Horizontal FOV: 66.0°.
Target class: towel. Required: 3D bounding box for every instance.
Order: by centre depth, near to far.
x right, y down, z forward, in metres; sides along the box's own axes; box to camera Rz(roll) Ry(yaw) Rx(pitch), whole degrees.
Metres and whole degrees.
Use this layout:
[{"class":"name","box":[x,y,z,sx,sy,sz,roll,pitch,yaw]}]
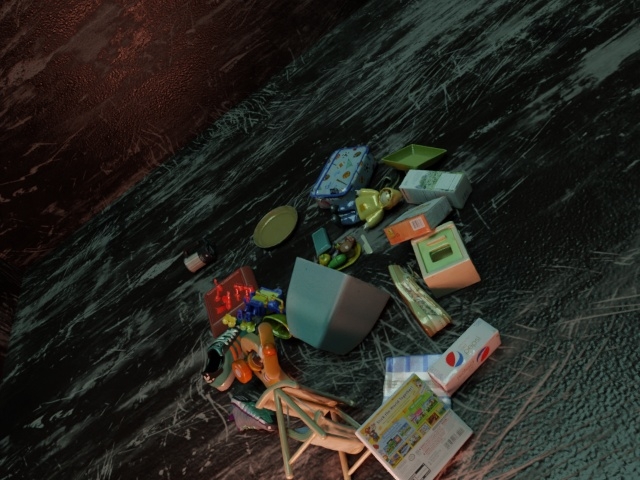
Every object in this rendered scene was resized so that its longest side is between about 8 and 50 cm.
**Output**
[{"class":"towel","box":[0.264,0.452,1.385,0.209,0.034,0.284,-11,48,30]}]

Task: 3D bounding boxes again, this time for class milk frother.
[{"class":"milk frother","box":[-0.576,0.063,2.375,0.135,0.129,0.143,-31,-3,10]}]

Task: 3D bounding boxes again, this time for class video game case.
[{"class":"video game case","box":[0.239,0.489,1.256,0.227,0.026,0.206,-38,69,-21]}]

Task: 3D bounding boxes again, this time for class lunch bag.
[{"class":"lunch bag","box":[0.092,-0.268,2.127,0.243,0.115,0.303,5,56,44]}]

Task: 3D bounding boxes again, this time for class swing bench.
[{"class":"swing bench","box":[-0.003,0.507,1.350,0.165,0.253,0.254,-51,39,11]}]

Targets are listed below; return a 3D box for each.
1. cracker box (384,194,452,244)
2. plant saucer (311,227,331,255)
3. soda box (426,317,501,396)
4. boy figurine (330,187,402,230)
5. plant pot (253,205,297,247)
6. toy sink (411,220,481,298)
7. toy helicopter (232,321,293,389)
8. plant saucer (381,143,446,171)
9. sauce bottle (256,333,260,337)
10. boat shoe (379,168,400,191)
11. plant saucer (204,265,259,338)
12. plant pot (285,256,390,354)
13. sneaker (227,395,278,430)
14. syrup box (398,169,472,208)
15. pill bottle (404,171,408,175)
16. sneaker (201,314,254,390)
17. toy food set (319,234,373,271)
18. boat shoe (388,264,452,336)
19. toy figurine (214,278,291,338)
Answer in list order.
[{"class":"cracker box","box":[0.336,-0.072,1.676,0.156,0.067,0.232,-23,6,37]},{"class":"plant saucer","box":[0.000,0.000,1.981,0.067,0.018,0.192,-34,22,7]},{"class":"soda box","box":[0.396,0.318,1.352,0.216,0.073,0.069,-41,43,-11]},{"class":"boy figurine","box":[0.184,-0.126,1.926,0.285,0.092,0.177,-16,68,29]},{"class":"plant pot","box":[-0.197,-0.056,2.220,0.237,0.032,0.236,-22,42,22]},{"class":"toy sink","box":[0.392,0.039,1.588,0.153,0.131,0.234,-25,41,17]},{"class":"toy helicopter","box":[-0.142,0.426,1.607,0.140,0.234,0.355,-27,49,-35]},{"class":"plant saucer","box":[0.373,-0.321,1.962,0.188,0.045,0.188,-29,32,-29]},{"class":"sauce bottle","box":[-0.212,0.361,1.840,0.128,0.042,0.042,-27,41,8]},{"class":"boat shoe","box":[0.280,-0.242,1.999,0.056,0.049,0.152,-3,52,37]},{"class":"plant saucer","box":[-0.383,0.244,2.079,0.259,0.047,0.258,-36,40,4]},{"class":"plant pot","box":[0.032,0.230,1.626,0.248,0.247,0.252,17,84,46]},{"class":"sneaker","box":[-0.223,0.596,1.623,0.224,0.083,0.098,13,86,47]},{"class":"syrup box","box":[0.418,-0.190,1.806,0.237,0.096,0.093,11,59,44]},{"class":"pill bottle","box":[0.367,-0.258,1.951,0.043,0.043,0.083,-38,39,3]},{"class":"sneaker","box":[-0.346,0.399,1.847,0.108,0.121,0.302,-7,49,34]},{"class":"toy food set","box":[0.079,0.037,1.884,0.218,0.071,0.128,-28,41,14]},{"class":"boat shoe","box":[0.308,0.175,1.564,0.089,0.104,0.285,-32,50,3]},{"class":"toy figurine","box":[-0.200,0.219,1.854,0.363,0.191,0.217,8,23,34]}]
